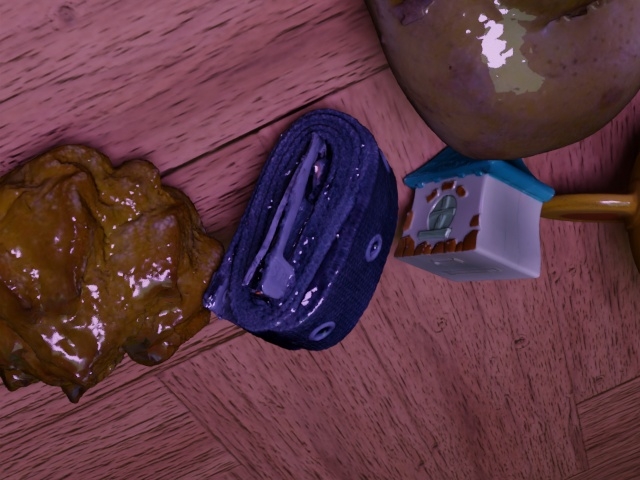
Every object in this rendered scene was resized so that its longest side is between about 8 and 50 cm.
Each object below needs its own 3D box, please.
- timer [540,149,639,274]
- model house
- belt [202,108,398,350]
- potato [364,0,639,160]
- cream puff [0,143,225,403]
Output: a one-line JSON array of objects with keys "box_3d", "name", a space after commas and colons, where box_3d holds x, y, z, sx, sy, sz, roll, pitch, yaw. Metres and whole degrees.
[{"box_3d": [0.443, -0.027, 0.705, 0.387, 0.376, 0.376, 2, 129, -11], "name": "timer"}, {"box_3d": [0.159, -0.039, 0.737, 0.100, 0.149, 0.127, 23, 162, -32], "name": "model house"}, {"box_3d": [-0.009, -0.012, 0.644, 0.218, 0.122, 0.128, -68, 153, -14], "name": "belt"}, {"box_3d": [0.131, -0.226, 0.522, 0.218, 0.202, 0.351, -19, 121, 12], "name": "potato"}, {"box_3d": [-0.215, 0.035, 0.645, 0.244, 0.196, 0.244, 5, 119, 10], "name": "cream puff"}]
